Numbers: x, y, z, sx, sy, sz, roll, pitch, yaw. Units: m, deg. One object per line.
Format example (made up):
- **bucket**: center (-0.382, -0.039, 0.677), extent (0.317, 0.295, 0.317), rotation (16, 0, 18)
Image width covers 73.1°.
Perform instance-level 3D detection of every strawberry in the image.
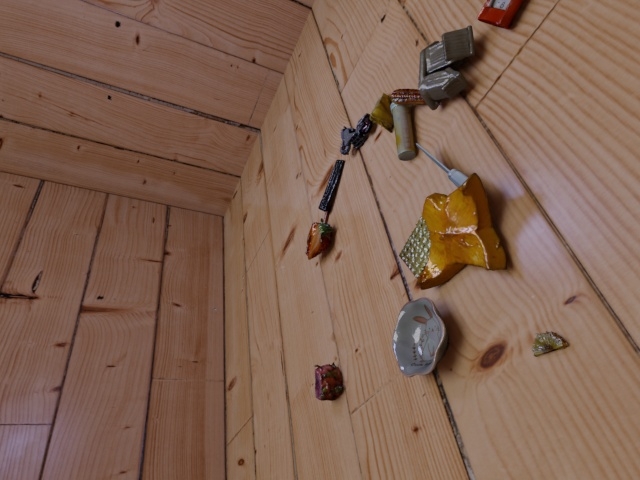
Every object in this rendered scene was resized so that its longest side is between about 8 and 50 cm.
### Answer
- **strawberry**: center (0.002, -0.003, 1.944), extent (0.140, 0.085, 0.193), rotation (5, 90, 57)

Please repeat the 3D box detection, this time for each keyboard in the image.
- **keyboard**: center (0.051, -0.255, 1.997), extent (0.087, 0.017, 0.251), rotation (29, 99, 64)

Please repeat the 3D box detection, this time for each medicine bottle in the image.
- **medicine bottle**: center (0.291, -0.386, 1.508), extent (0.074, 0.073, 0.218), rotation (-38, 48, 55)

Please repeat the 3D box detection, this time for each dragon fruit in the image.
- **dragon fruit**: center (0.032, 0.548, 1.637), extent (0.096, 0.102, 0.147), rotation (180, 90, -72)

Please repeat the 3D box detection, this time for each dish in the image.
- **dish**: center (0.295, 0.276, 1.211), extent (0.229, 0.081, 0.230), rotation (-46, 36, 50)

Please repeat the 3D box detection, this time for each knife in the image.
- **knife**: center (0.372, -0.197, 1.246), extent (0.044, 0.080, 0.331), rotation (-46, 37, 15)

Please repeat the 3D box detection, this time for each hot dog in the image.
- **hot dog**: center (0.307, -0.491, 1.475), extent (0.144, 0.038, 0.062), rotation (14, 77, 30)

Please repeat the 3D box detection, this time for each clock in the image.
- **clock**: center (0.511, -0.657, 1.164), extent (0.155, 0.061, 0.113), rotation (-62, 29, 25)

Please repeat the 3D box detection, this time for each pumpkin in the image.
- **pumpkin**: center (0.352, -0.015, 1.152), extent (0.290, 0.095, 0.259), rotation (-25, 76, 61)

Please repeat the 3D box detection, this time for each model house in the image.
- **model house**: center (0.387, -0.533, 1.307), extent (0.188, 0.122, 0.230), rotation (-4, 80, 60)

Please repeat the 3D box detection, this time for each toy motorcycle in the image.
- **toy motorcycle**: center (0.151, -0.458, 1.832), extent (0.215, 0.080, 0.123), rotation (-39, 48, 47)

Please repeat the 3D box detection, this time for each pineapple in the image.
- **pineapple**: center (0.479, 0.215, 0.912), extent (0.083, 0.019, 0.045), rotation (133, 138, -54)

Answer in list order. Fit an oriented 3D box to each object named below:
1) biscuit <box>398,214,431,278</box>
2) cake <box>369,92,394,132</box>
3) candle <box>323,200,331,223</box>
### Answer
- **biscuit**: center (0.325, -0.010, 1.336), extent (0.232, 0.016, 0.139), rotation (-66, 28, 25)
- **cake**: center (0.257, -0.496, 1.667), extent (0.080, 0.116, 0.185), rotation (-54, 3, 35)
- **candle**: center (0.025, -0.105, 2.012), extent (0.026, 0.021, 0.168), rotation (30, 106, 65)
